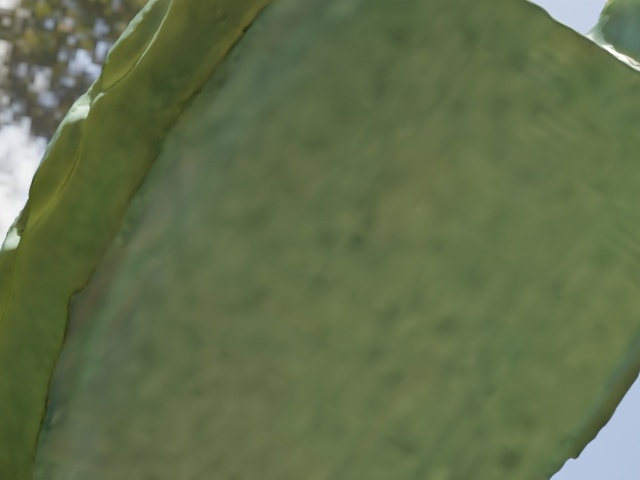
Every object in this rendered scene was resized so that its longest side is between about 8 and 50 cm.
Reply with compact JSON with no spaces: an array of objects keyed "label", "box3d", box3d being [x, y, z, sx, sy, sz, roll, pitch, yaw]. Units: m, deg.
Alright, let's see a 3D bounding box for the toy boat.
[{"label":"toy boat","box3d":[0.000,0.000,0.673,0.330,0.215,0.123,-59,-148,11]}]
